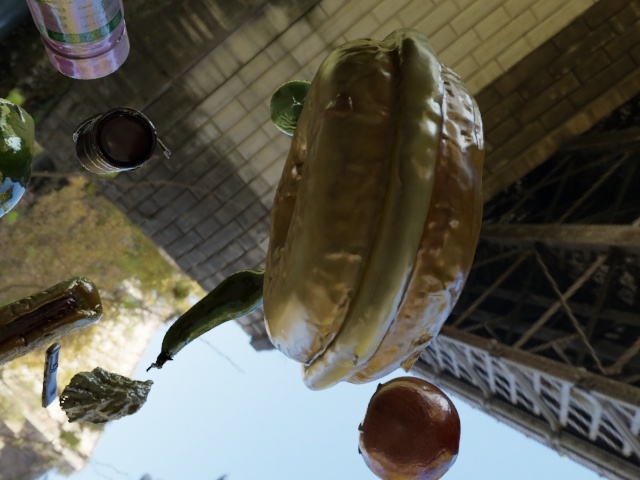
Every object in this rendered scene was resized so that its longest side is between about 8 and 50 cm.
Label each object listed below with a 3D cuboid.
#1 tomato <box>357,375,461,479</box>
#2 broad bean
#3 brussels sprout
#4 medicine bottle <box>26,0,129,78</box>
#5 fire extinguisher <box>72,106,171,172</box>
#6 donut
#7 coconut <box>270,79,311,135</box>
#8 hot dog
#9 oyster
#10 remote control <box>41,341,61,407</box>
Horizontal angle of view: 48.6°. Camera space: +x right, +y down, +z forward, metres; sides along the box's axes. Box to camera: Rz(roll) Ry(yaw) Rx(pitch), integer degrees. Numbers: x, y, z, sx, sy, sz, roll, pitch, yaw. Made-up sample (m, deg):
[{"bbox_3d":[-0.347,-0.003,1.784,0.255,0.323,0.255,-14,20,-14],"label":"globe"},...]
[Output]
[{"bbox_3d":[0.223,0.471,1.736,0.265,0.265,0.265,-38,-167,10],"label":"tomato"},{"bbox_3d":[-0.189,0.131,1.292,0.325,0.067,0.075,-37,-127,-19],"label":"broad bean"},{"bbox_3d":[-0.882,-0.211,1.824,0.289,0.281,0.355,100,5,-53],"label":"brussels sprout"},{"bbox_3d":[-0.576,-0.561,1.669,0.212,0.212,0.325,-46,166,-24],"label":"medicine bottle"},{"bbox_3d":[-0.347,-0.162,1.213,0.341,0.141,0.105,10,-100,66],"label":"fire extinguisher"},{"bbox_3d":[0.049,-0.028,0.853,0.449,0.198,0.449,-167,-90,-81],"label":"donut"},{"bbox_3d":[-0.037,-0.204,1.093,0.088,0.088,0.096,-40,178,0],"label":"coconut"},{"bbox_3d":[-0.437,0.126,1.046,0.242,0.084,0.073,-25,-179,-31],"label":"hot dog"},{"bbox_3d":[-0.470,0.349,1.566,0.072,0.209,0.133,-13,-121,39],"label":"oyster"},{"bbox_3d":[-0.774,0.389,2.037,0.059,0.028,0.212,-64,169,-63],"label":"remote control"}]
